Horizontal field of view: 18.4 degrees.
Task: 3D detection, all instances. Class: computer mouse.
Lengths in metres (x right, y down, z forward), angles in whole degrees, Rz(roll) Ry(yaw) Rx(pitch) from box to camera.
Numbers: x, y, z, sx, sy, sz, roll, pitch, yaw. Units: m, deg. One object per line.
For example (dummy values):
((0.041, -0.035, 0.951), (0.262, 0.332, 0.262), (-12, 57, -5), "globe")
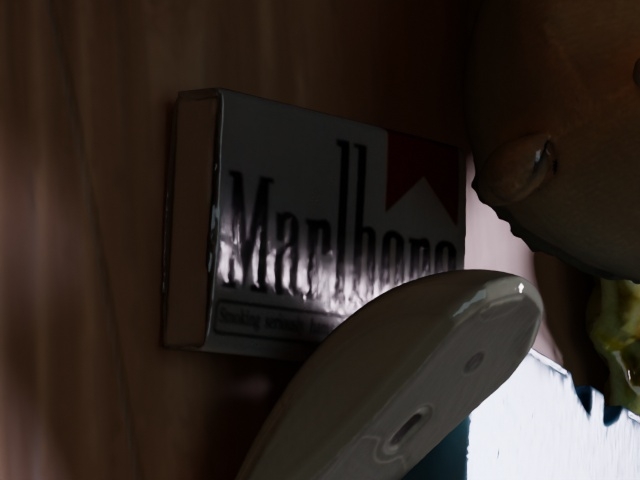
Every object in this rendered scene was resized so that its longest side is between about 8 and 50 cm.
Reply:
((0.018, 0.073, 0.872), (0.181, 0.056, 0.089), (-46, 145, 1), "computer mouse")

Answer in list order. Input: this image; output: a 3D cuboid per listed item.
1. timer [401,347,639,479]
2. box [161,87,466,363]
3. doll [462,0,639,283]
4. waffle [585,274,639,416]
((0.102, 0.192, 0.975), (0.232, 0.091, 0.250), (32, 58, -44), "timer")
((0.000, 0.000, 0.908), (0.177, 0.036, 0.115), (10, 80, -49), "box")
((0.181, -0.142, 1.000), (0.247, 0.247, 0.349), (53, 39, -32), "doll")
((0.224, 0.011, 1.158), (0.223, 0.054, 0.204), (-18, 99, -48), "waffle")
